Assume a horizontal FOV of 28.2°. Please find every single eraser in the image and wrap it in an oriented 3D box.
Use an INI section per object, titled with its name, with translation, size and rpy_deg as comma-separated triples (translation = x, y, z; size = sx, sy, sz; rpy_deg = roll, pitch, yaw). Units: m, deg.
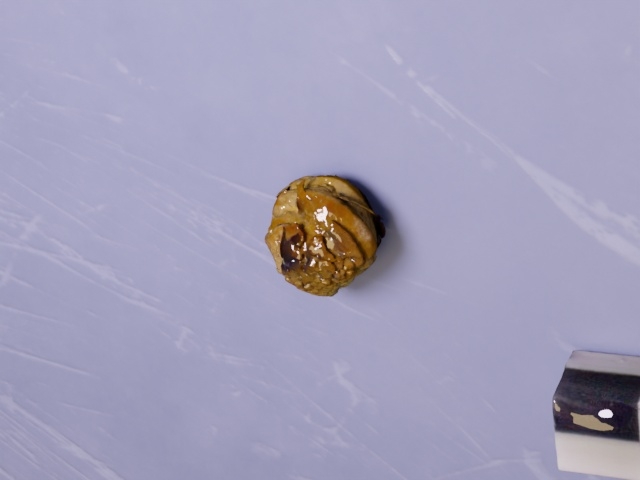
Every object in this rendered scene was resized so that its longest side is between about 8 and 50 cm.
[eraser]
translation = 0.423, 0.179, 1.178
size = 0.404, 0.096, 0.098
rpy_deg = 4, 119, 27

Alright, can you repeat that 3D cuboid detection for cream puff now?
[cream puff]
translation = 0.000, 0.000, 1.302
size = 0.119, 0.104, 0.133
rpy_deg = 21, 126, 8
